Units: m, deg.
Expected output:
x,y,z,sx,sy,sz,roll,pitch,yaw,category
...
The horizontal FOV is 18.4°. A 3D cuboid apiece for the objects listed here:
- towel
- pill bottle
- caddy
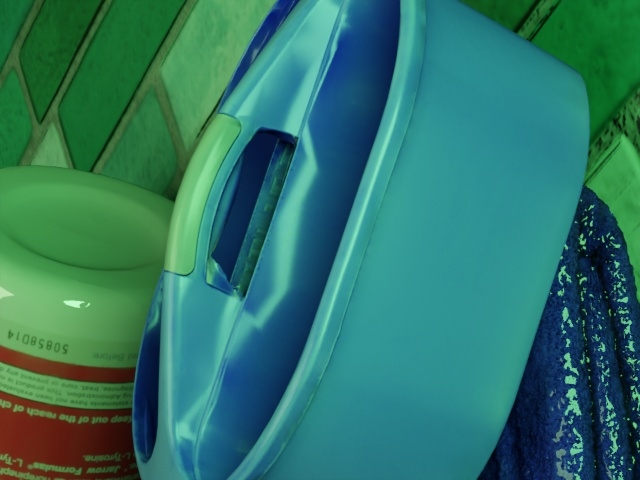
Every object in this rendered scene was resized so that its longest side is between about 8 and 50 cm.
x,y,z,sx,sy,sz,roll,pitch,yaw,category
0.079,0.111,1.187,0.308,0.076,0.228,-30,66,55,towel
-0.222,0.167,1.539,0.229,0.229,0.408,45,128,49,pill bottle
0.000,0.000,1.111,0.241,0.179,0.341,7,78,64,caddy
